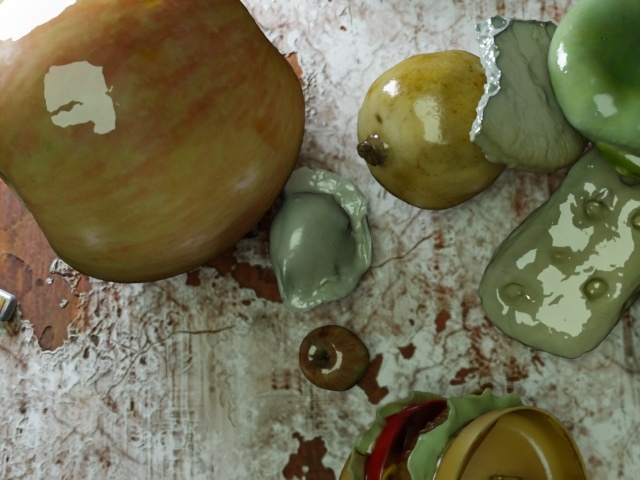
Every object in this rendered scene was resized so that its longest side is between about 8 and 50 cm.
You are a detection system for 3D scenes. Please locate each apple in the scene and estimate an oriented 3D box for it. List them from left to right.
[{"bbox_3d":[-0.211,-0.145,0.998,0.346,0.391,0.391,-37,75,-11],"label":"apple"},{"bbox_3d":[0.017,0.144,1.054,0.084,0.071,0.084,-5,75,19],"label":"apple"}]

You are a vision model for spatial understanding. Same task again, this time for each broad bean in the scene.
[{"bbox_3d":[0.333,-0.159,0.914,0.169,0.100,0.228,-10,69,1],"label":"broad bean"}]

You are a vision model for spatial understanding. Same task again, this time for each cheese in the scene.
[{"bbox_3d":[0.300,0.011,0.979,0.159,0.093,0.263,40,95,18],"label":"cheese"}]

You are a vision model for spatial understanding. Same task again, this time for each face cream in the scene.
[{"bbox_3d":[-0.469,0.082,1.220,0.083,0.021,0.040,22,89,17],"label":"face cream"}]

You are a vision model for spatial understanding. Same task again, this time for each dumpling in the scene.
[{"bbox_3d":[0.000,0.000,1.063,0.127,0.108,0.188,6,70,-9],"label":"dumpling"}]

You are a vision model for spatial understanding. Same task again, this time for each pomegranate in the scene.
[{"bbox_3d":[0.126,-0.124,0.998,0.196,0.196,0.196,-2,83,15],"label":"pomegranate"}]

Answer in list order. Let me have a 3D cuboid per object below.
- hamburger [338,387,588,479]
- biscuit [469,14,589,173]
[{"bbox_3d":[0.132,0.293,0.910,0.212,0.274,0.274,-11,78,50],"label":"hamburger"},{"bbox_3d":[0.239,-0.172,0.959,0.188,0.265,0.040,53,142,-9],"label":"biscuit"}]
